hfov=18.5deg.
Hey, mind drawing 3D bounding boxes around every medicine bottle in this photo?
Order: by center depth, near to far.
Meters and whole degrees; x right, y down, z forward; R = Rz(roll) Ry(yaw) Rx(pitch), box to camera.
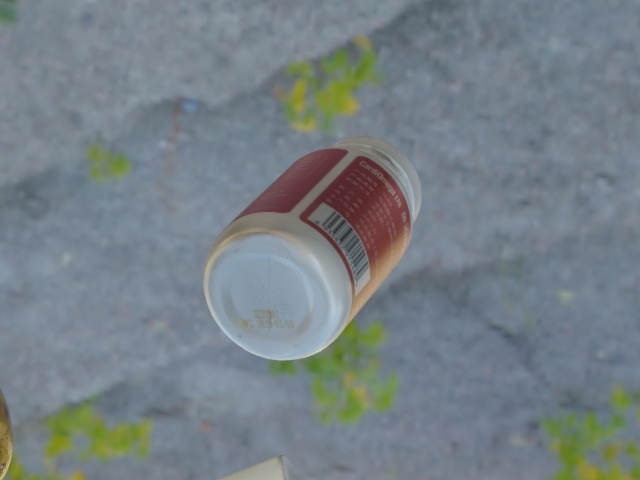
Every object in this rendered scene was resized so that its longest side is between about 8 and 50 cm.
[{"bbox_3d":[0.000,0.000,1.705,0.131,0.250,0.131,8,115,19],"label":"medicine bottle"}]

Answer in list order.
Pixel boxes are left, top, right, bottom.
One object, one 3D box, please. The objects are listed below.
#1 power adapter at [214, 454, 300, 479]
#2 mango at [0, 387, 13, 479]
[{"bbox_3d":[-0.046,0.247,1.320,0.255,0.124,0.187,-20,139,4],"label":"power adapter"},{"bbox_3d":[-0.346,0.121,1.573,0.236,0.136,0.166,31,130,27],"label":"mango"}]
